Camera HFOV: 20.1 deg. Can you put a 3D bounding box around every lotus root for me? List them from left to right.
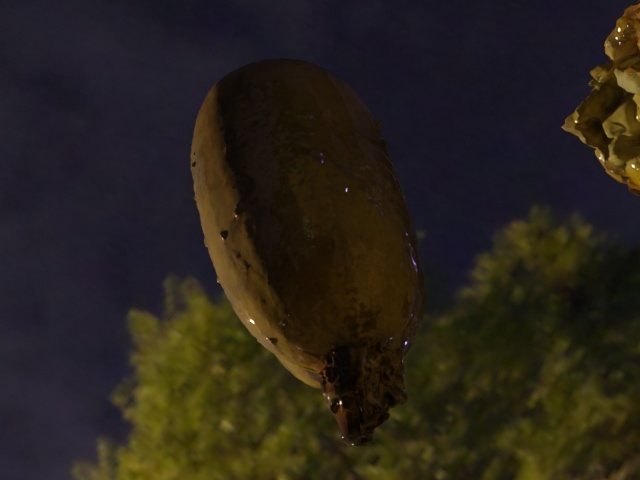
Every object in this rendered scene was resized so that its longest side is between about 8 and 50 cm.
[{"bbox_3d":[0.000,0.000,1.344,0.151,0.343,0.169,-32,-42,13],"label":"lotus root"}]

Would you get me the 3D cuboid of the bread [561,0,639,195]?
[{"bbox_3d":[0.230,-0.077,0.832,0.133,0.179,0.250,-54,3,-32],"label":"bread"}]
